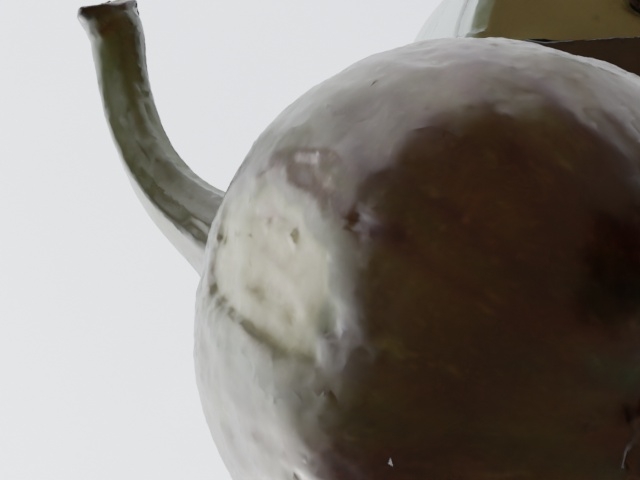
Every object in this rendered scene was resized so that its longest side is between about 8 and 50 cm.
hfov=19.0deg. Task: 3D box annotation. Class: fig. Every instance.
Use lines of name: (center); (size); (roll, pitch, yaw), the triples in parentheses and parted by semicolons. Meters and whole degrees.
fig: (0.000, 0.000, 0.494); (0.149, 0.245, 0.149); (-24, -52, -35)

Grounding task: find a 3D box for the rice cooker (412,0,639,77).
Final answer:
rice cooker: (0.164, -0.075, 1.078); (0.226, 0.244, 0.226); (2, -100, -12)
